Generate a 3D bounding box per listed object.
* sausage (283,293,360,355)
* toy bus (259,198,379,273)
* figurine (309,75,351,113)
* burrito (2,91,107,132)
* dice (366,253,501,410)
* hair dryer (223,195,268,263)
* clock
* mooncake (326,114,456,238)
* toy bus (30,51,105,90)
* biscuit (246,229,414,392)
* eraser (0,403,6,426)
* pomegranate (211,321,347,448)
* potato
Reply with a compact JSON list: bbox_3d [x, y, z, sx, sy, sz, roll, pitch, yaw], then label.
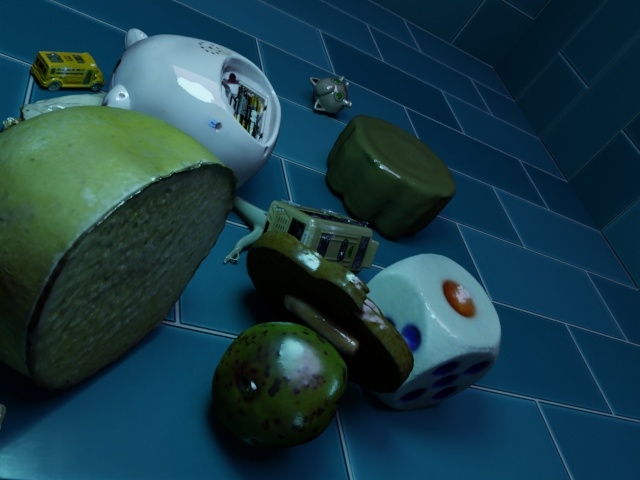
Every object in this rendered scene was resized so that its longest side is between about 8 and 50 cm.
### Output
[{"bbox_3d":[0.000,0.150,1.206,0.177,0.040,0.047,33,-10,27],"label":"sausage"},{"bbox_3d":[0.000,0.000,1.489,0.157,0.139,0.289,24,7,33],"label":"toy bus"},{"bbox_3d":[0.034,-0.480,2.182,0.138,0.125,0.125,1,47,-25],"label":"figurine"},{"bbox_3d":[-0.523,-0.272,1.451,0.117,0.076,0.392,40,31,12],"label":"burrito"},{"bbox_3d":[0.223,0.200,1.444,0.243,0.251,0.259,11,43,-38],"label":"dice"},{"bbox_3d":[-0.184,-0.028,1.524,0.199,0.067,0.167,-23,56,-37],"label":"hair dryer"},{"bbox_3d":[-0.278,-0.299,1.483,0.377,0.251,0.368,30,46,-32],"label":"clock"},{"bbox_3d":[0.195,-0.186,1.933,0.378,0.200,0.378,27,31,-17],"label":"mooncake"},{"bbox_3d":[-0.579,-0.397,1.542,0.162,0.074,0.069,-16,60,-50],"label":"toy bus"},{"bbox_3d":[0.021,0.129,1.272,0.394,0.350,0.070,45,63,3],"label":"biscuit"},{"bbox_3d":[-0.512,0.250,0.857,0.172,0.058,0.117,22,37,-24],"label":"eraser"},{"bbox_3d":[-0.050,0.231,1.161,0.231,0.231,0.286,44,34,8],"label":"pomegranate"},{"bbox_3d":[-0.381,-0.029,1.044,0.319,0.385,0.442,36,42,14],"label":"potato"}]
